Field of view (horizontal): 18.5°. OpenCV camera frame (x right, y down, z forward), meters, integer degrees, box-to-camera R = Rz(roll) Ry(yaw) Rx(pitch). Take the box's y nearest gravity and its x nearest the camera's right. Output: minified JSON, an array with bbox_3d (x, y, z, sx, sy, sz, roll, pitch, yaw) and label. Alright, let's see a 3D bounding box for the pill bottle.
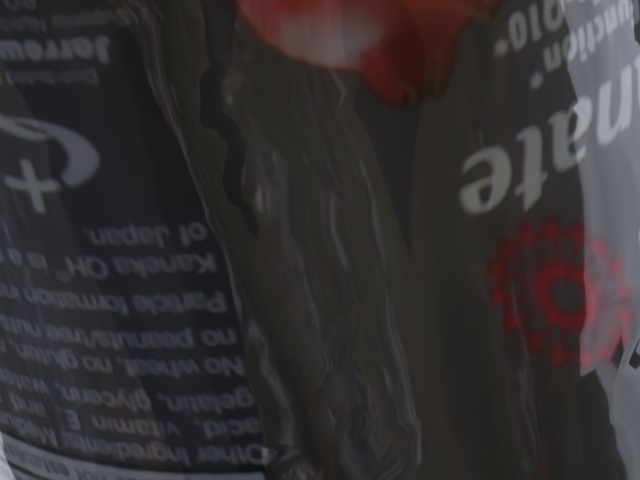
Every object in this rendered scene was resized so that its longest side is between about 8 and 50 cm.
[{"bbox_3d":[0.000,0.000,0.428,0.176,0.176,0.319,-4,-58,15],"label":"pill bottle"}]
